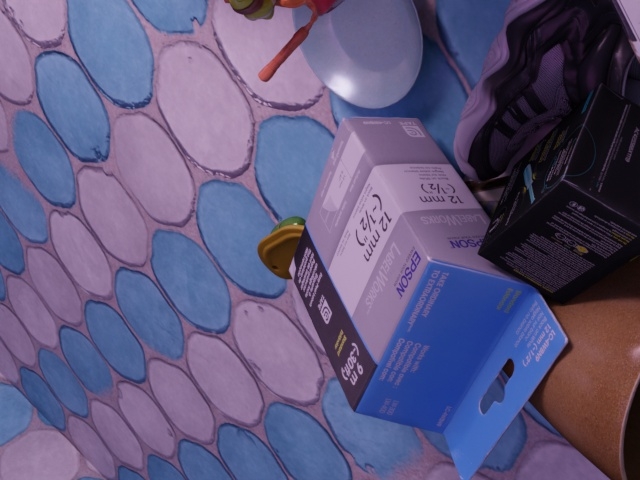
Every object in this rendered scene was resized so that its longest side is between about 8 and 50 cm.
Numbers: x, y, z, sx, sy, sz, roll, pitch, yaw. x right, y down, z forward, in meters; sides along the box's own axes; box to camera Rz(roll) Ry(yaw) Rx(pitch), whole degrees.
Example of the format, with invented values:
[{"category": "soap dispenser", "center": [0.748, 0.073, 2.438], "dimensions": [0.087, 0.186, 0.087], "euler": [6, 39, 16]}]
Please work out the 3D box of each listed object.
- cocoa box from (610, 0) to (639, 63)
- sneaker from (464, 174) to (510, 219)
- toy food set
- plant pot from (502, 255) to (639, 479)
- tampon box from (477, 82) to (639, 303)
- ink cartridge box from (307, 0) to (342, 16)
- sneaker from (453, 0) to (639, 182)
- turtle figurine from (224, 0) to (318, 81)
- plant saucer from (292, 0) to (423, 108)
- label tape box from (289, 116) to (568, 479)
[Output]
[{"category": "cocoa box", "center": [0.293, -0.246, 0.475], "dimensions": [0.231, 0.347, 0.228], "euler": [-24, 98, 42]}, {"category": "sneaker", "center": [0.194, -0.025, 1.007], "dimensions": [0.192, 0.064, 0.086], "euler": [-7, 108, 46]}, {"category": "toy food set", "center": [0.000, 0.000, 1.246], "dimensions": [0.128, 0.071, 0.218], "euler": [38, 149, -18]}, {"category": "plant pot", "center": [0.289, 0.106, 0.902], "dimensions": [0.254, 0.237, 0.237], "euler": [29, 138, 50]}, {"category": "tampon box", "center": [0.237, -0.037, 0.787], "dimensions": [0.101, 0.120, 0.161], "euler": [30, 152, -3]}, {"category": "ink cartridge box", "center": [-0.009, -0.425, 0.692], "dimensions": [0.385, 0.279, 0.160], "euler": [48, 145, -10]}, {"category": "sneaker", "center": [0.234, -0.133, 0.852], "dimensions": [0.153, 0.101, 0.269], "euler": [38, 140, 20]}, {"category": "turtle figurine", "center": [-0.061, -0.240, 0.619], "dimensions": [0.217, 0.087, 0.269], "euler": [41, 144, 1]}, {"category": "plant saucer", "center": [0.050, -0.252, 1.012], "dimensions": [0.195, 0.037, 0.195], "euler": [27, 136, 30]}, {"category": "label tape box", "center": [0.094, 0.063, 0.960], "dimensions": [0.348, 0.115, 0.249], "euler": [-115, 34, -41]}]
